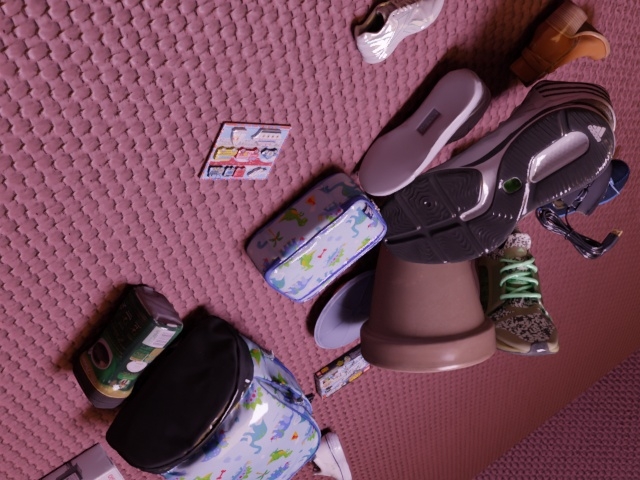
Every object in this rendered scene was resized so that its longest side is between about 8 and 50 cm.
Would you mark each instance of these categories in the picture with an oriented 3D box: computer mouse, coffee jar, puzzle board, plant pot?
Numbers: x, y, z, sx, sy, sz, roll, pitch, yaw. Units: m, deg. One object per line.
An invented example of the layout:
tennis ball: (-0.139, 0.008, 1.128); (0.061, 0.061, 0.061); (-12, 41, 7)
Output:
computer mouse: (0.590, -0.088, 1.858); (0.262, 0.184, 0.060); (-51, -177, -27)
coffee jar: (-0.296, 0.165, 1.320); (0.184, 0.096, 0.079); (-49, 146, 15)
puzzle board: (-0.106, -0.125, 1.248); (0.128, 0.011, 0.096); (-5, 134, -46)
plant pot: (0.198, 0.102, 1.648); (0.263, 0.263, 0.229); (-12, 102, -40)

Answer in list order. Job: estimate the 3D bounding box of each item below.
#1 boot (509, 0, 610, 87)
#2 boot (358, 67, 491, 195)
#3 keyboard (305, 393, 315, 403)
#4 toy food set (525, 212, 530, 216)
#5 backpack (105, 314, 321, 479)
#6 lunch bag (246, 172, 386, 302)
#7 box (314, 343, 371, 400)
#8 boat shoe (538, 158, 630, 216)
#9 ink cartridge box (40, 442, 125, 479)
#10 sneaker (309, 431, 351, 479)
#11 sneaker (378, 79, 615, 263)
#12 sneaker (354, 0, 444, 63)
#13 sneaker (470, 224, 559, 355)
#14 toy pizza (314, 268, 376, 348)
boot: (0.418, -0.326, 1.534); (0.152, 0.073, 0.197); (-49, 142, 16)
boot: (0.182, -0.167, 1.444); (0.258, 0.095, 0.123); (-44, 158, 17)
keyboard: (-0.079, 0.421, 1.964); (0.108, 0.023, 0.180); (-10, 137, -41)
toy food set: (0.363, -0.119, 1.728); (0.306, 0.092, 0.220); (-31, 149, -33)
backpack: (-0.156, 0.319, 1.561); (0.290, 0.273, 0.355); (-48, 162, -1)
lunch bag: (0.000, 0.000, 1.449); (0.219, 0.090, 0.176); (-39, 151, 1)
box: (0.051, 0.291, 1.939); (0.137, 0.027, 0.094); (-31, 146, -18)
boat shoe: (0.606, -0.127, 1.960); (0.258, 0.109, 0.089); (-29, 144, -24)
ink cartridge box: (-0.432, 0.445, 1.554); (0.150, 0.063, 0.109); (-31, 148, -18)
sneaker: (0.019, 0.558, 2.203); (0.091, 0.094, 0.258); (-19, 142, -2)
sneaker: (0.310, -0.121, 1.494); (0.447, 0.169, 0.257); (-29, -168, 34)
sneaker: (0.111, -0.313, 1.213); (0.152, 0.054, 0.061); (-41, 147, 1)
sneaker: (0.390, 0.079, 1.782); (0.158, 0.410, 0.182); (-2, 120, -3)
toy pizza: (0.061, 0.134, 1.743); (0.201, 0.032, 0.201); (-30, 144, -25)
